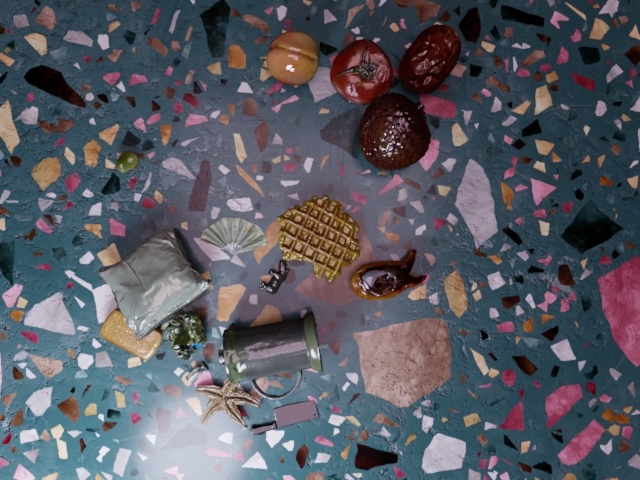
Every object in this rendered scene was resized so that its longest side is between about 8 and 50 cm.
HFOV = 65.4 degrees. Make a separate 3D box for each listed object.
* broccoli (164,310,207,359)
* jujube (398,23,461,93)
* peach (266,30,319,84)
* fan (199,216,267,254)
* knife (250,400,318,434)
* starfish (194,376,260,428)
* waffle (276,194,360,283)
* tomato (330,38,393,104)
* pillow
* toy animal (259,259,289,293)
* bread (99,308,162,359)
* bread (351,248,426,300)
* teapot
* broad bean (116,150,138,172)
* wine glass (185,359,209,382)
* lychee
[{"bbox_3d":[-0.455,0.324,1.666,0.167,0.160,0.154,-41,109,15],"label":"broccoli"},{"bbox_3d":[0.381,-0.627,1.728,0.174,0.174,0.250,32,77,-2],"label":"jujube"},{"bbox_3d":[-0.096,-0.621,1.697,0.184,0.184,0.184,0,89,-3],"label":"peach"},{"bbox_3d":[-0.306,-0.016,1.755,0.240,0.009,0.131,3,87,-3],"label":"fan"},{"bbox_3d":[-0.133,0.621,1.750,0.246,0.019,0.072,-15,86,-6],"label":"knife"},{"bbox_3d":[-0.319,0.543,1.726,0.227,0.043,0.240,34,84,-4],"label":"starfish"},{"bbox_3d":[-0.006,-0.008,1.740,0.282,0.058,0.300,-41,94,-7],"label":"waffle"},{"bbox_3d":[0.153,-0.598,1.745,0.228,0.101,0.227,0,92,-5],"label":"tomato"},{"bbox_3d":[-0.553,0.129,1.661,0.310,0.138,0.283,-37,77,-9],"label":"pillow"},{"bbox_3d":[-0.152,0.124,1.742,0.065,0.047,0.135,33,81,-7],"label":"toy animal"},{"bbox_3d":[-0.639,0.316,1.696,0.201,0.077,0.115,30,86,-4],"label":"bread"},{"bbox_3d":[0.236,0.130,1.746,0.269,0.095,0.139,-17,92,-17],"label":"bread"},{"bbox_3d":[-0.165,0.392,1.660,0.337,0.200,0.270,-9,83,-1],"label":"teapot"},{"bbox_3d":[-0.669,-0.272,1.723,0.063,0.045,0.083,40,80,-3],"label":"broad bean"},{"bbox_3d":[-0.426,0.457,1.723,0.083,0.039,0.042,-42,80,-1],"label":"wine glass"},{"bbox_3d":[0.245,-0.363,1.673,0.261,0.260,0.260,0,89,-3],"label":"lychee"}]
